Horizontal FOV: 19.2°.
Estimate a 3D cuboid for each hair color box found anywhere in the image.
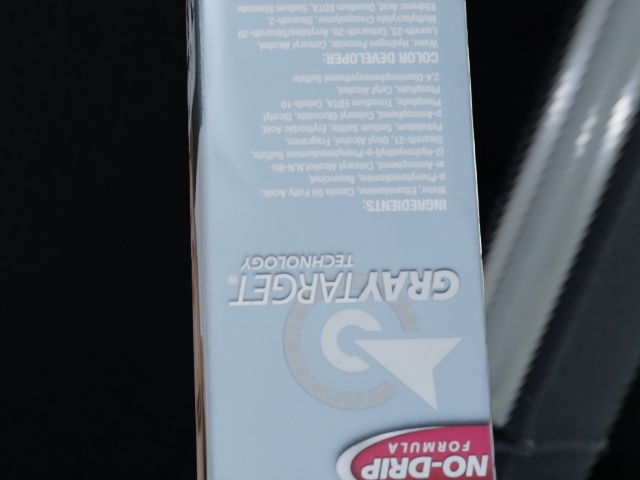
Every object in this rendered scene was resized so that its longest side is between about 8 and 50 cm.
[{"bbox_3d":[0.000,0.000,0.816,0.114,0.374,0.185,-2,-13,-5],"label":"hair color box"}]
